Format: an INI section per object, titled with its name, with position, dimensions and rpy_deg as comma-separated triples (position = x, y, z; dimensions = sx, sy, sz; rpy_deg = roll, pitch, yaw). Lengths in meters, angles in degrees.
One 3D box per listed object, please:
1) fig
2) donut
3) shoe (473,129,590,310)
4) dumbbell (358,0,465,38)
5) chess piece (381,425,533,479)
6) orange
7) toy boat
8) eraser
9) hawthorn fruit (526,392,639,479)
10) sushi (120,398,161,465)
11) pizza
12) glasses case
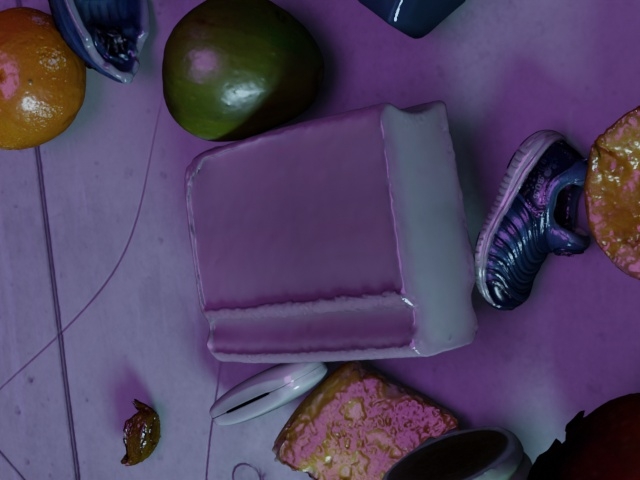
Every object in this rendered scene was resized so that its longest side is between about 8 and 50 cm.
[fig]
position = -0.091, -0.202, 1.651
dimensions = 0.191, 0.181, 0.181
rpy_deg = 9, 102, 12
[donut]
position = 0.357, -0.052, 1.423
dimensions = 0.174, 0.074, 0.190
rpy_deg = -14, 99, 11
[shoe]
position = 0.239, -0.014, 1.509
dimensions = 0.106, 0.091, 0.207
rpy_deg = 32, 109, 31
[dumbbell]
position = 0.028, -0.362, 1.561
dimensions = 0.316, 0.143, 0.156
rpy_deg = 39, 72, 22
[chess piece]
position = 0.188, 0.369, 1.528
dimensions = 0.176, 0.176, 0.298
rpy_deg = -14, 102, 33
[orange]
position = -0.403, -0.215, 1.849
dimensions = 0.193, 0.161, 0.193
rpy_deg = -1, 89, 42
[toy boat]
position = -0.276, -0.351, 1.768
dimensions = 0.142, 0.129, 0.309
rpy_deg = -5, 96, 47
[eraser]
position = 0.000, 0.000, 1.594
dimensions = 0.359, 0.122, 0.272
rpy_deg = -7, 93, 47
[hawthorn fruit]
position = 0.337, 0.283, 1.376
dimensions = 0.316, 0.316, 0.316
rpy_deg = 5, 99, 32
[sushi]
position = -0.244, 0.260, 1.874
dimensions = 0.047, 0.050, 0.099
rpy_deg = 19, 100, 23
[pizza]
position = 0.095, 0.273, 1.652
dimensions = 0.297, 0.071, 0.189
rpy_deg = 34, 96, 20
[glasses case]
position = -0.066, 0.186, 1.719
dimensions = 0.193, 0.074, 0.049
rpy_deg = -31, 86, 45
